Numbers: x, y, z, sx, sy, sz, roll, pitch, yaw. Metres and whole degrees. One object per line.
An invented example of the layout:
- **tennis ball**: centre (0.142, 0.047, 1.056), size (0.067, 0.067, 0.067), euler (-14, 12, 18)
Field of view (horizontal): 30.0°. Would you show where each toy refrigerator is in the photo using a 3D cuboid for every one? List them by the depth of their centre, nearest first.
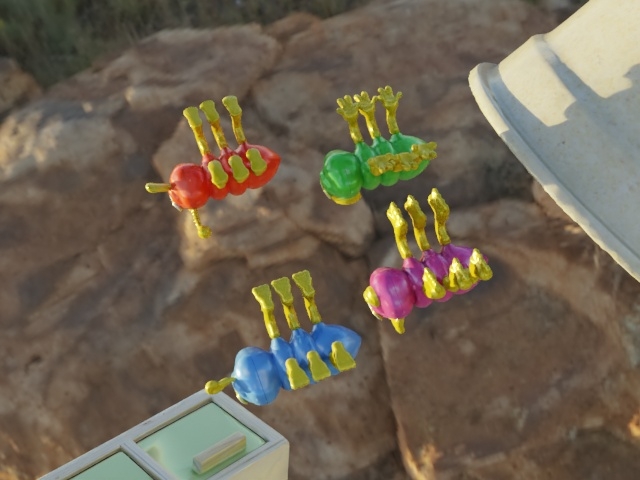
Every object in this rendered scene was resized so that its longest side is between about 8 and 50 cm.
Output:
- **toy refrigerator**: centre (-0.157, 0.223, 0.955), size (0.269, 0.094, 0.102), euler (-25, 42, -38)

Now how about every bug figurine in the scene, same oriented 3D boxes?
- **bug figurine**: centre (0.000, 0.000, 0.851), size (0.216, 0.072, 0.279), euler (-16, 48, -7)

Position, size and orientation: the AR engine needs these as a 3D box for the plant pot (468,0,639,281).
- **plant pot**: centre (0.346, -0.133, 0.957), size (0.305, 0.334, 0.334), euler (-47, 34, 20)
